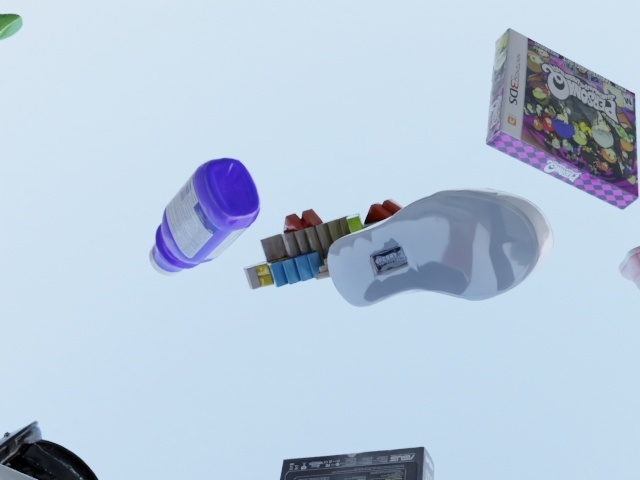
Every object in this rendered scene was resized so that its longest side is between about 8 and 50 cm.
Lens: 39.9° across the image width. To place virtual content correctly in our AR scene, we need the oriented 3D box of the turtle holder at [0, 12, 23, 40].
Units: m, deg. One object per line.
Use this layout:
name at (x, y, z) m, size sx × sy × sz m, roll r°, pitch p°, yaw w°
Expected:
turtle holder at (-0.497, -0.298, 0.962) m, size 0.227 × 0.243 × 0.320 m, roll 33°, pitch -113°, yaw 7°

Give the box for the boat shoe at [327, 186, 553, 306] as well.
boat shoe at (0.106, 0.000, 0.753) m, size 0.084 × 0.095 × 0.258 m, roll -20°, pitch -173°, yaw -34°

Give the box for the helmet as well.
helmet at (-0.294, 0.274, 0.890) m, size 0.170 × 0.161 × 0.169 m, roll 12°, pitch -122°, yaw -20°

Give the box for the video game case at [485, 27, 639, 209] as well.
video game case at (0.347, -0.175, 1.253) m, size 0.232 × 0.042 × 0.210 m, roll 24°, pitch -126°, yaw -14°

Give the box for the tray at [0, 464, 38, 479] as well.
tray at (-0.190, 0.241, 0.608) m, size 0.270 × 0.145 × 0.030 m, roll 26°, pitch -160°, yaw -9°

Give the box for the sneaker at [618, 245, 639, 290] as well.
sneaker at (0.506, 0.057, 1.379) m, size 0.051 × 0.134 × 0.070 m, roll -22°, pitch -111°, yaw 7°

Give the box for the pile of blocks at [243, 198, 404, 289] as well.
pile of blocks at (0.000, 0.000, 1.491) m, size 0.362 × 0.112 × 0.149 m, roll -15°, pitch -175°, yaw 28°

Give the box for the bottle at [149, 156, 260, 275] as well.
bottle at (-0.195, -0.024, 1.403) m, size 0.092 × 0.283 × 0.118 m, roll -14°, pitch -106°, yaw -36°

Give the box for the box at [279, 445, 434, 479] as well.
box at (0.045, 0.398, 1.276) m, size 0.231 × 0.056 × 0.183 m, roll -11°, pitch -138°, yaw 19°
